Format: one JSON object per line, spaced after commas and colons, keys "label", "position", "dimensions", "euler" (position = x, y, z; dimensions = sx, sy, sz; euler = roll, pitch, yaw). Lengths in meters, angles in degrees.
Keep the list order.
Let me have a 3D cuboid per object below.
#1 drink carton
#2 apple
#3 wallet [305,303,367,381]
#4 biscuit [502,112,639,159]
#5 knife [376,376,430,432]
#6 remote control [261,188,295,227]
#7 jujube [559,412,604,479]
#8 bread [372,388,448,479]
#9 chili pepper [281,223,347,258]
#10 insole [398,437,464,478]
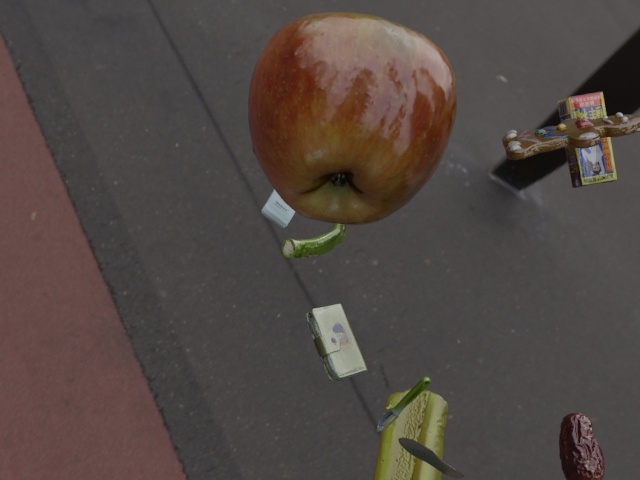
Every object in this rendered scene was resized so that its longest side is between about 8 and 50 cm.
{"label": "drink carton", "position": [0.490, -0.184, 1.350], "dimensions": [0.071, 0.056, 0.165], "euler": [-9, 91, -2]}
{"label": "apple", "position": [0.037, -0.149, 0.973], "dimensions": [0.278, 0.250, 0.309], "euler": [11, -5, 23]}
{"label": "wallet", "position": [0.030, 0.216, 1.543], "dimensions": [0.110, 0.039, 0.155], "euler": [-4, 66, -49]}
{"label": "biscuit", "position": [0.383, -0.166, 1.120], "dimensions": [0.138, 0.205, 0.031], "euler": [-64, 144, -67]}
{"label": "knife", "position": [0.153, 0.310, 1.386], "dimensions": [0.022, 0.184, 0.026], "euler": [3, 47, -36]}
{"label": "remote control", "position": [-0.064, -0.098, 1.478], "dimensions": [0.061, 0.029, 0.162], "euler": [40, 50, -16]}
{"label": "jujube", "position": [0.458, 0.369, 1.289], "dimensions": [0.077, 0.077, 0.129], "euler": [4, 75, -32]}
{"label": "bread", "position": [0.221, 0.549, 1.803], "dimensions": [0.112, 0.166, 0.383], "euler": [63, 32, -46]}
{"label": "chili pepper", "position": [0.000, 0.000, 1.450], "dimensions": [0.050, 0.051, 0.202], "euler": [29, 32, 28]}
{"label": "insole", "position": [0.239, 0.475, 1.596], "dimensions": [0.188, 0.064, 0.004], "euler": [37, 53, -20]}
